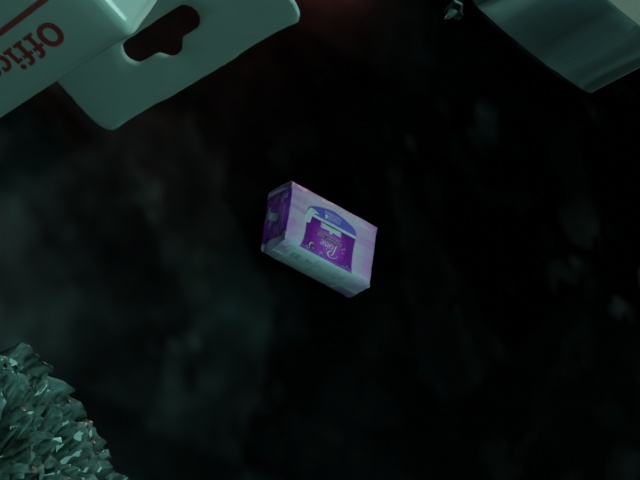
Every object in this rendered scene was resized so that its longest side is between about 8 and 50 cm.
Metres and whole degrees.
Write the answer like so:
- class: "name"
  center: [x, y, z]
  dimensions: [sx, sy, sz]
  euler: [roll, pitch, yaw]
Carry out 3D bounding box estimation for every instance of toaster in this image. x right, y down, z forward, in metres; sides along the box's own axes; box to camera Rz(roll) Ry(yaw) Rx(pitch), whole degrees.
- class: "toaster"
  center: [0.206, -0.226, 1.349]
  dimensions: [0.168, 0.110, 0.186]
  euler: [32, 54, -29]

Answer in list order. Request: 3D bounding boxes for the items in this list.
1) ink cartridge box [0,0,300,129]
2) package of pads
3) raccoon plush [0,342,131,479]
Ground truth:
- class: "ink cartridge box"
  center: [-0.204, -0.177, 0.872]
  dimensions: [0.353, 0.207, 0.119]
  euler: [45, 47, -20]
- class: "package of pads"
  center: [0.000, 0.000, 1.117]
  dimensions: [0.083, 0.032, 0.050]
  euler: [28, 55, -33]
- class: "raccoon plush"
  center: [-0.182, 0.212, 0.705]
  dimensions: [0.446, 0.216, 0.299]
  euler: [30, 60, -15]
